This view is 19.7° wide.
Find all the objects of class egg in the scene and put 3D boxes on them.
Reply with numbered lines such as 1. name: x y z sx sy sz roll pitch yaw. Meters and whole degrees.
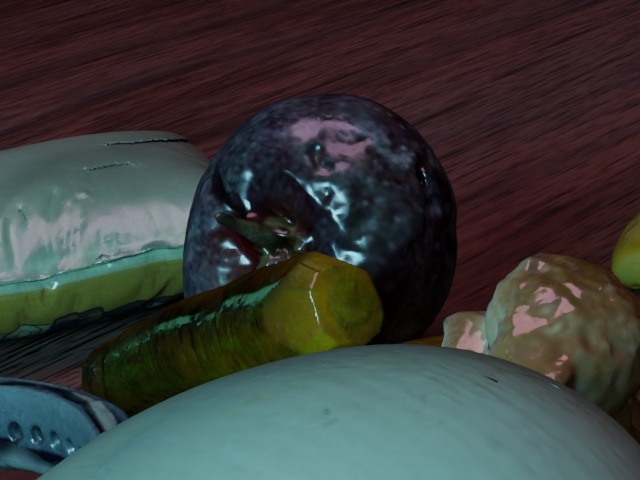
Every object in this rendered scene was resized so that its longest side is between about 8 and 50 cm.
1. egg: -0.024 0.167 0.559 0.230 0.230 0.371 10 31 43

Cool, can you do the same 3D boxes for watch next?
1. watch: -0.173 0.122 0.873 0.206 0.068 0.193 4 19 36

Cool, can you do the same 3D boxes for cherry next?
1. cherry: 0.002 -0.002 1.179 0.195 0.195 0.195 -6 17 2

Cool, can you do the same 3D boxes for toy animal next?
1. toy animal: 0.130 0.103 0.783 0.104 0.185 0.184 -12 18 -21

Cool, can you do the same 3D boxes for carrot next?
1. carrot: -0.058 0.062 1.070 0.070 0.070 0.260 -21 -1 -39

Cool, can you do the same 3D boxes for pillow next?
1. pillow: -0.200 -0.007 1.383 0.310 0.119 0.312 -15 18 -14

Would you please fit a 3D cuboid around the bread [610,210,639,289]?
1. bread: 0.253 -0.004 1.307 0.082 0.056 0.115 4 19 33

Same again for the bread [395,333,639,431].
1. bread: 0.065 0.106 0.938 0.241 0.107 0.136 -12 15 -18
